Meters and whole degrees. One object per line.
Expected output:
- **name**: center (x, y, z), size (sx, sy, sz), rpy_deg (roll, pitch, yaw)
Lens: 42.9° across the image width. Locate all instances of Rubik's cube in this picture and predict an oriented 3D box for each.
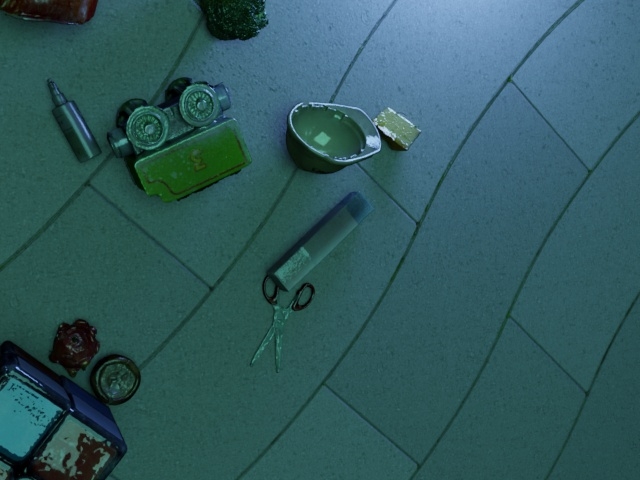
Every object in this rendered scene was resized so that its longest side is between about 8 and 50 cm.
- **Rubik's cube**: center (-0.643, 0.443, 1.744), size (0.313, 0.316, 0.318), rpy_deg (41, 78, -19)

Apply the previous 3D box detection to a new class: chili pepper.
- **chili pepper**: center (-0.580, -0.622, 1.765), size (0.251, 0.229, 0.305), rpy_deg (3, 107, -51)

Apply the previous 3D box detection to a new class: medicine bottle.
- **medicine bottle**: center (-0.570, -0.276, 1.856), size (0.057, 0.057, 0.199), rpy_deg (-30, 105, -17)

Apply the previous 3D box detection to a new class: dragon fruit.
- **dragon fruit**: center (-0.570, 0.248, 1.891), size (0.112, 0.068, 0.126), rpy_deg (39, 78, -20)

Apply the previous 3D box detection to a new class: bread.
- **bread**: center (0.201, -0.302, 2.156), size (0.084, 0.080, 0.109), rpy_deg (-48, 111, -15)

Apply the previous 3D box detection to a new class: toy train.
- **toy train**: center (-0.331, -0.233, 1.904), size (0.307, 0.173, 0.249), rpy_deg (-27, 112, -18)

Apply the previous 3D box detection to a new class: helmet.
- **helmet**: center (0.010, -0.238, 2.055), size (0.257, 0.137, 0.204), rpy_deg (-1, 55, -30)

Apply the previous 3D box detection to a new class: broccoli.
- **broccoli**: center (-0.208, -0.567, 1.940), size (0.195, 0.156, 0.195), rpy_deg (5, 120, 8)

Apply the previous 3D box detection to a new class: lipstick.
- **lipstick**: center (0.000, 0.000, 2.095), size (0.317, 0.066, 0.068), rpy_deg (-44, 107, -17)

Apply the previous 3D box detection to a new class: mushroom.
- **mushroom**: center (-0.488, 0.330, 1.938), size (0.123, 0.052, 0.123), rpy_deg (-4, 98, -28)

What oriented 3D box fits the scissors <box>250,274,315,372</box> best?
- **scissors**: center (-0.109, 0.216, 2.105), size (0.144, 0.017, 0.248), rpy_deg (18, 89, -22)
